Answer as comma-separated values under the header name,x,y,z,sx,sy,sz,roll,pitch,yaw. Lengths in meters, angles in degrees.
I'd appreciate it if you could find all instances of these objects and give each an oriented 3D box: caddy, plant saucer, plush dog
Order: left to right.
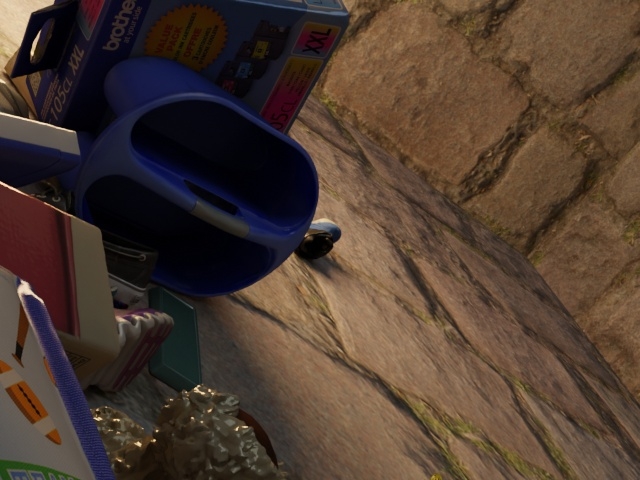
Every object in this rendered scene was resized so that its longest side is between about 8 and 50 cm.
name,x,y,z,sx,sy,sz,roll,pitch,yaw
plush dog,-0.157,0.197,0.802,0.225,0.210,0.262,35,-27,26
plant saucer,-0.163,0.111,1.301,0.067,0.018,0.192,37,14,-22
caddy,-0.157,-0.065,1.395,0.341,0.241,0.179,27,14,-44

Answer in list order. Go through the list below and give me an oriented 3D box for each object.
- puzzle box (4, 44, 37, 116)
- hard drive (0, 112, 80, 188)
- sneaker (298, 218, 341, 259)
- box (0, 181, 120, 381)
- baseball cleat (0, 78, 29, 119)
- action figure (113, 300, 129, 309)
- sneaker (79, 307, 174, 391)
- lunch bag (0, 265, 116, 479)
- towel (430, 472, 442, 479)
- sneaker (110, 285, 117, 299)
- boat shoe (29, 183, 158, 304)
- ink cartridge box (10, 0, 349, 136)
name,x,y,z,sx,sy,sz,roll,pitch,yaw
puzzle box,-0.253,-0.131,1.704,0.272,0.052,0.409,50,16,31
hard drive,-0.371,-0.067,0.909,0.319,0.210,0.040,8,69,-66
sneaker,-0.001,0.001,1.970,0.152,0.058,0.084,16,23,-52
box,-0.286,0.034,0.848,0.232,0.149,0.126,31,36,-50
baseball cleat,-0.432,-0.191,1.362,0.206,0.072,0.109,35,16,-25
action figure,-0.227,0.069,1.236,0.038,0.030,0.115,36,12,-3
sneaker,-0.226,0.086,1.071,0.104,0.095,0.236,38,14,16
lunch bag,-0.268,0.128,0.529,0.328,0.239,0.385,33,9,-43
towel,0.217,0.388,1.404,0.237,0.021,0.102,49,9,-10
sneaker,-0.273,0.023,1.143,0.161,0.075,0.057,41,14,-5
boat shoe,-0.274,-0.017,1.202,0.229,0.076,0.080,31,5,-2
ink cartridge box,-0.201,-0.249,1.466,0.396,0.270,0.151,3,45,-34
